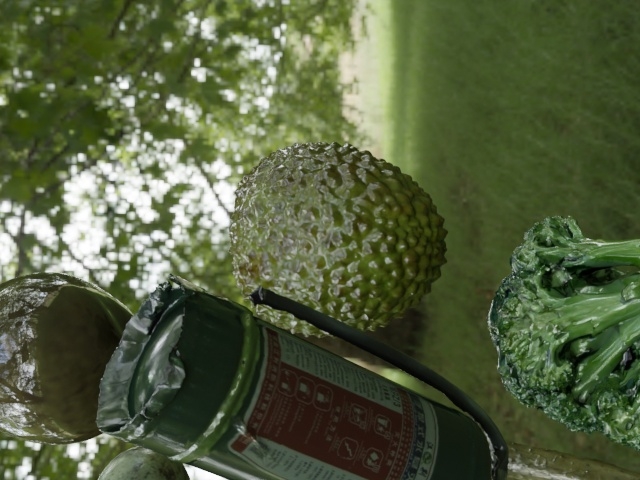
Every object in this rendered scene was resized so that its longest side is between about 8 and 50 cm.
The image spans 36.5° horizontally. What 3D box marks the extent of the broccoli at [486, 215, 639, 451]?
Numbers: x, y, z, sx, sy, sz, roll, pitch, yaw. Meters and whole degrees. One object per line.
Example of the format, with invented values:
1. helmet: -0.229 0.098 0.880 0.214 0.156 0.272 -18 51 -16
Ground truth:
1. broccoli: 0.329 0.102 1.124 0.245 0.265 0.294 -35 76 53

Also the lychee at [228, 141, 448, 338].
1. lychee: 0.009 -0.001 1.250 0.270 0.320 0.269 48 -146 -48

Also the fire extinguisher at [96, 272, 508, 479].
1. fire extinguisher: 0.024 0.119 0.567 0.093 0.294 0.118 -18 50 58

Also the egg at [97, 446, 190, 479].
1. egg: -0.263 0.384 1.395 0.141 0.141 0.181 85 -151 -78

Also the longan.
1. longan: -0.323 0.145 1.201 0.246 0.246 0.215 -64 -22 -86

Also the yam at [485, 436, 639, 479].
1. yam: 0.455 0.432 1.795 0.083 0.372 0.083 12 -90 -78
